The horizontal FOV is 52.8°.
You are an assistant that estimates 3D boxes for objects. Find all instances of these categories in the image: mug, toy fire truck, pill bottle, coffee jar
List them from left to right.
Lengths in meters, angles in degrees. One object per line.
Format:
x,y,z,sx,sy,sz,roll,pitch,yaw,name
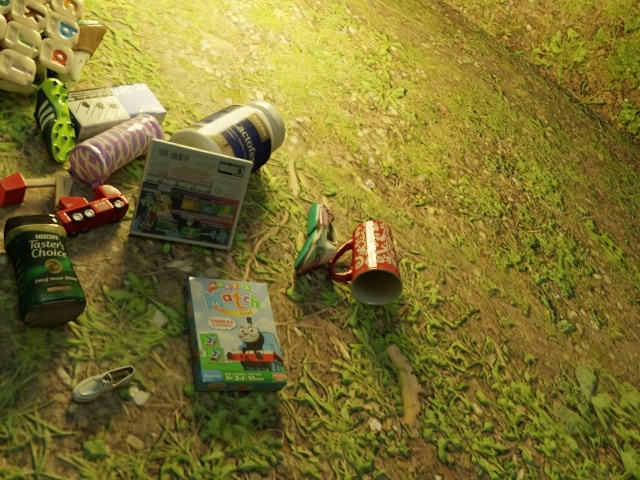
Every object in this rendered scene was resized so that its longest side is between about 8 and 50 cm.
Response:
-0.446,0.042,1.037,0.096,0.079,0.184,-5,56,-39,coffee jar
-0.459,-0.073,1.159,0.135,0.047,0.192,48,41,14,toy fire truck
-0.195,-0.205,1.388,0.153,0.153,0.264,41,41,4,pill bottle
0.104,0.036,1.416,0.150,0.113,0.169,23,39,-19,mug

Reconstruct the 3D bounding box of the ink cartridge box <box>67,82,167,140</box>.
-0.439,-0.275,1.360,0.207,0.046,0.097,-23,69,-46,ink cartridge box

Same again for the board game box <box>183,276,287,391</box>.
-0.156,0.167,1.161,0.160,0.039,0.212,7,48,-30,board game box

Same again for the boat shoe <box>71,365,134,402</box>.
-0.331,0.217,0.991,0.100,0.035,0.035,-12,61,-42,boat shoe

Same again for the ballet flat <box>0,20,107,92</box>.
-0.573,-0.364,1.312,0.342,0.116,0.124,-27,91,-46,ballet flat

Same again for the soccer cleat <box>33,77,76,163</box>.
-0.520,-0.227,1.252,0.060,0.072,0.179,17,60,-60,soccer cleat

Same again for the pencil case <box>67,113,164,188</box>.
-0.397,-0.181,1.275,0.088,0.086,0.206,59,39,-15,pencil case

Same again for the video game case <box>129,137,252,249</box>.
-0.246,-0.085,1.236,0.201,0.184,0.023,10,12,-29,video game case

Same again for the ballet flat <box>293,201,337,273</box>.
0.000,0.000,1.404,0.079,0.077,0.222,31,37,-15,ballet flat

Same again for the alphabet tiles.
-0.587,-0.445,1.217,0.278,0.021,0.284,18,75,-48,alphabet tiles

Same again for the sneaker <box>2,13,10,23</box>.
-0.723,-0.466,1.290,0.125,0.104,0.262,45,41,11,sneaker
